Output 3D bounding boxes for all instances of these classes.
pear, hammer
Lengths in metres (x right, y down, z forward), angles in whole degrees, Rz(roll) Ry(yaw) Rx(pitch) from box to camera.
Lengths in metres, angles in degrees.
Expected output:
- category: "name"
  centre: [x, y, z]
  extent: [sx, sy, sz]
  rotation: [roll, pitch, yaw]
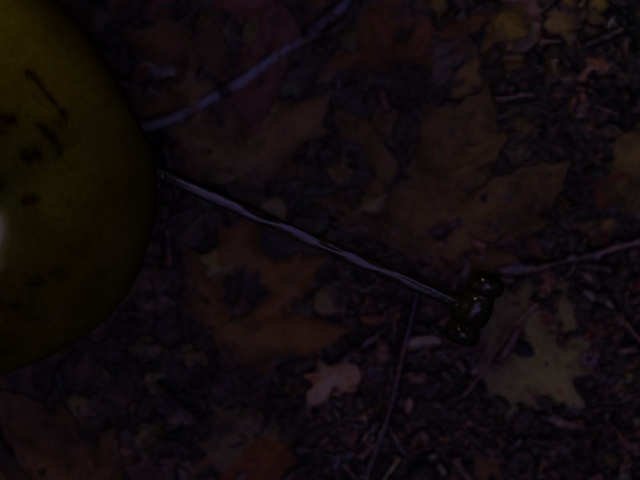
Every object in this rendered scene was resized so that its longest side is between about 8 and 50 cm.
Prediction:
- category: "pear"
  centre: [-0.271, -0.041, 1.398]
  extent: [0.304, 0.304, 0.303]
  rotation: [0, 104, 1]
- category: "hammer"
  centre: [0.000, 0.000, 1.536]
  extent: [0.292, 0.029, 0.058]
  rotation: [24, 101, -2]
